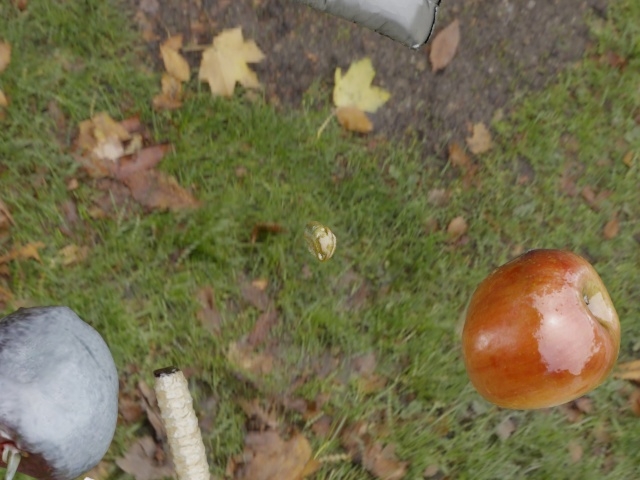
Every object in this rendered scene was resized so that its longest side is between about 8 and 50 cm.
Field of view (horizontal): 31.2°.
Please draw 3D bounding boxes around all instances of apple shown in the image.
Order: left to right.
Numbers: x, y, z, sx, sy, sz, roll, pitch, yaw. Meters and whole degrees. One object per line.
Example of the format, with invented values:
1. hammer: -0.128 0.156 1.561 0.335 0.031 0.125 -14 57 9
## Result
1. apple: 0.250 0.110 1.328 0.199 0.199 0.199 1 73 -3

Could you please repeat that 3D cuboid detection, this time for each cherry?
1. cherry: -0.432 0.242 1.748 0.255 0.218 0.296 14 61 3

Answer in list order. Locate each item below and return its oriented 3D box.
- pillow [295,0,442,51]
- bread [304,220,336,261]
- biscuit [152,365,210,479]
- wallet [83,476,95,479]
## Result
1. pillow: 0.005 -0.359 1.205 0.326 0.101 0.228 20 107 -10
2. bread: 0.000 0.000 1.566 0.033 0.088 0.049 -9 98 -11
3. biscuit: -0.215 0.300 1.793 0.055 0.061 0.219 -13 96 -6
4. wallet: -0.348 0.399 1.710 0.044 0.011 0.083 26 83 -18
